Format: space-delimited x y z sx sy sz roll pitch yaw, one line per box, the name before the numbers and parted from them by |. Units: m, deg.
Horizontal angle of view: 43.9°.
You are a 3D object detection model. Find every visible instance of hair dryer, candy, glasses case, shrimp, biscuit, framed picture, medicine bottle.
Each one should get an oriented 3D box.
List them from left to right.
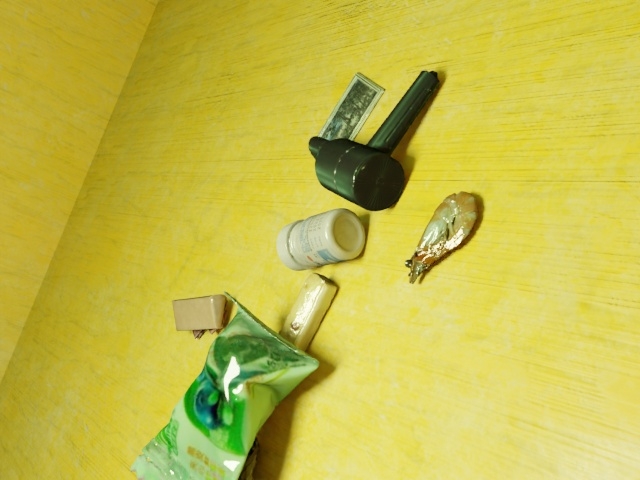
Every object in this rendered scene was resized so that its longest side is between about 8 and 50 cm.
glasses case | -0.272 0.182 1.885 0.193 0.070 0.103 -11 87 50
candy | -0.185 0.325 1.480 0.263 0.172 0.398 23 77 47
biscuit | -0.031 0.157 1.553 0.056 0.052 0.188 30 96 47
medicine bottle | 0.000 0.000 1.565 0.168 0.105 0.105 -15 57 50
framed picture | 0.060 -0.276 1.752 0.183 0.011 0.142 -57 33 12
hair dryer | 0.113 -0.217 1.572 0.302 0.116 0.244 -52 33 -1
shrimp | 0.199 -0.004 1.339 0.184 0.043 0.091 -53 37 16

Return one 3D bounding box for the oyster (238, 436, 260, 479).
oyster | -0.179 0.523 1.491 0.201 0.107 0.355 -30 30 14
